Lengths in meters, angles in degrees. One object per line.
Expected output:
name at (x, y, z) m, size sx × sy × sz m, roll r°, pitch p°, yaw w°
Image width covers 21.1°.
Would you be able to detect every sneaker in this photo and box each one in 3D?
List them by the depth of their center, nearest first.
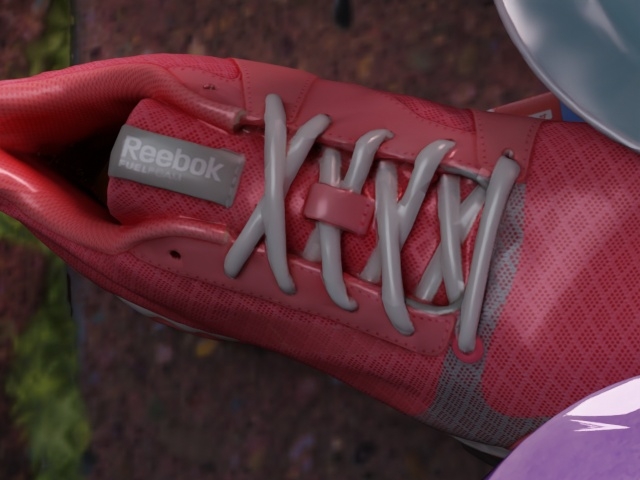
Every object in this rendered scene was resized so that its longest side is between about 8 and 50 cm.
sneaker at (0.000, 0.001, 0.561) m, size 0.314 × 0.136 × 0.116 m, roll 9°, pitch 83°, yaw 40°

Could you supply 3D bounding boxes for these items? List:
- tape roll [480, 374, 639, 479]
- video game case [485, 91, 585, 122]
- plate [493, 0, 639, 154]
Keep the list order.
tape roll at (0.105, 0.132, 0.439) m, size 0.189 × 0.080 × 0.189 m, roll 5°, pitch 65°, yaw -11°
video game case at (0.198, 0.016, 0.541) m, size 0.285 × 0.025 × 0.204 m, roll -15°, pitch 68°, yaw 23°
plate at (0.142, -0.101, 0.521) m, size 0.188 × 0.024 × 0.188 m, roll -4°, pitch 69°, yaw 12°
